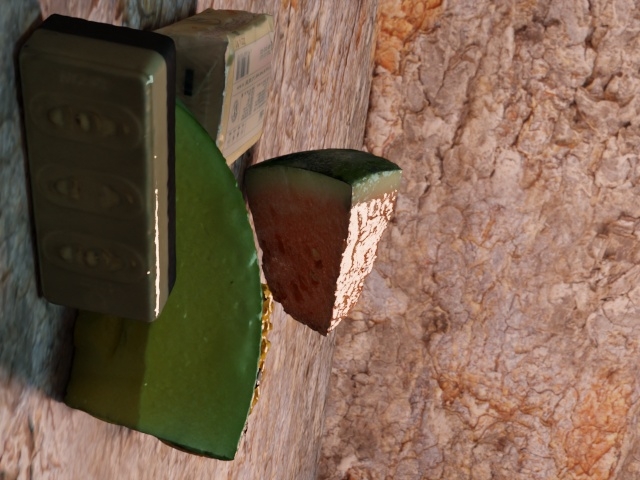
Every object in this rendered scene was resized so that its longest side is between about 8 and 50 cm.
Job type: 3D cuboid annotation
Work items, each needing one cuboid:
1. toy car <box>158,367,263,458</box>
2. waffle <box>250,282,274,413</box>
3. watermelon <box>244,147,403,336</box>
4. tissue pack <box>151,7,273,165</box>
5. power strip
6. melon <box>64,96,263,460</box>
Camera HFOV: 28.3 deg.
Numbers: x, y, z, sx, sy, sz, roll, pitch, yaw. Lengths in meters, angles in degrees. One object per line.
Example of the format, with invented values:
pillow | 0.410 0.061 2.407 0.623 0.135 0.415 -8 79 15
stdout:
toy car | -0.146 0.136 1.348 0.256 0.124 0.101 74 26 -52
waffle | -0.115 0.169 1.827 0.249 0.056 0.253 83 21 -66
watermelon | 0.000 0.000 1.769 0.140 0.193 0.256 -18 119 -43
tissue pack | -0.113 -0.153 1.287 0.196 0.092 0.148 -52 151 -70
power strip | -0.168 -0.045 0.990 0.070 0.105 0.256 -67 166 -49
melon | -0.141 0.024 1.147 0.124 0.196 0.323 2 95 -54
